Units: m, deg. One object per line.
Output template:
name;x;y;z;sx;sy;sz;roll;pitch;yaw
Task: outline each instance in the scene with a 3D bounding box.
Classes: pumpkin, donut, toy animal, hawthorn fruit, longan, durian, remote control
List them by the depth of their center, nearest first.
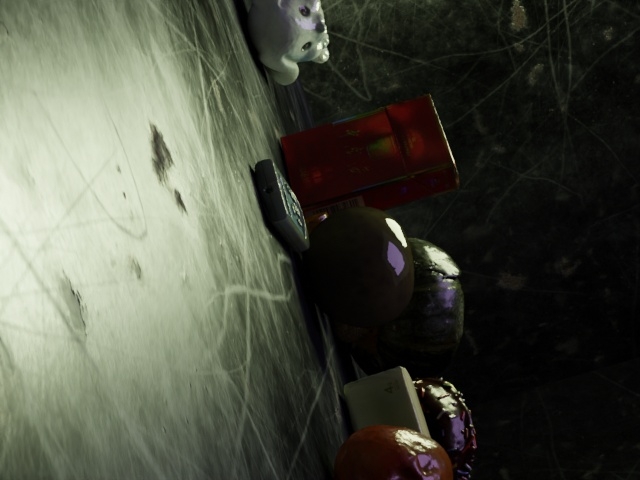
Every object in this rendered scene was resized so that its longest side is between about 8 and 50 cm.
hawthorn fruit;0.064;0.323;1.413;0.285;0.165;0.165;-12;84;-62
remote control;-0.056;-0.049;1.736;0.233;0.038;0.098;55;18;-75
longan;0.064;0.041;1.921;0.196;0.197;0.220;68;18;-52
donut;0.179;0.365;2.068;0.089;0.235;0.235;8;57;-42
durian;0.060;0.165;2.177;0.080;0.080;0.091;-9;93;-86
pumpkin;0.158;0.143;2.280;0.320;0.192;0.320;176;-90;-65
toy animal;-0.072;-0.465;2.356;0.289;0.174;0.249;53;32;-82

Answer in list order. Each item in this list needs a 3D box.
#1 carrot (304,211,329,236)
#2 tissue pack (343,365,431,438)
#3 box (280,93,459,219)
carrot;0.020;0.044;2.053;0.087;0.087;0.193;-23;97;-86
tissue pack;0.128;0.353;1.926;0.159;0.125;0.234;66;7;-68
box;0.093;-0.152;2.213;0.089;0.313;0.197;71;4;-50
